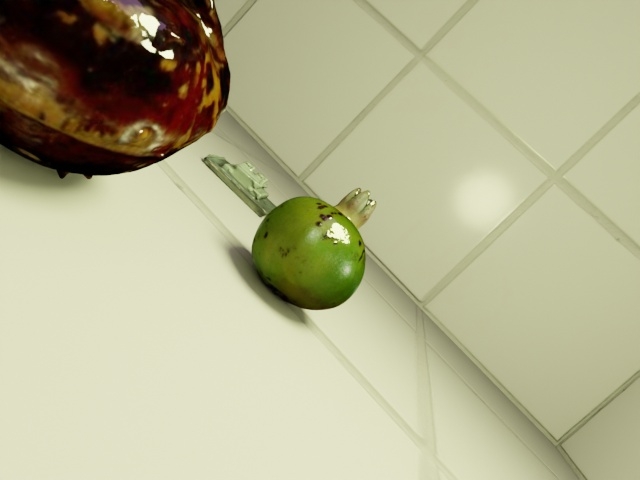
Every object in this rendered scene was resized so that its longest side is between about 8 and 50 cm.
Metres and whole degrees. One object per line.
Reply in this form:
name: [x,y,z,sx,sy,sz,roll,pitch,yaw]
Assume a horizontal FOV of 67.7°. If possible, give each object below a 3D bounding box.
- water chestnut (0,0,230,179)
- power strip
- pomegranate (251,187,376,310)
water chestnut: [-0.202,-0.210,0.420,0.300,0.300,0.300,44,7,-7]
power strip: [-0.175,-0.149,1.171,0.198,0.064,0.213,42,8,-5]
pomegranate: [0.000,0.000,0.718,0.180,0.210,0.180,40,-9,7]
